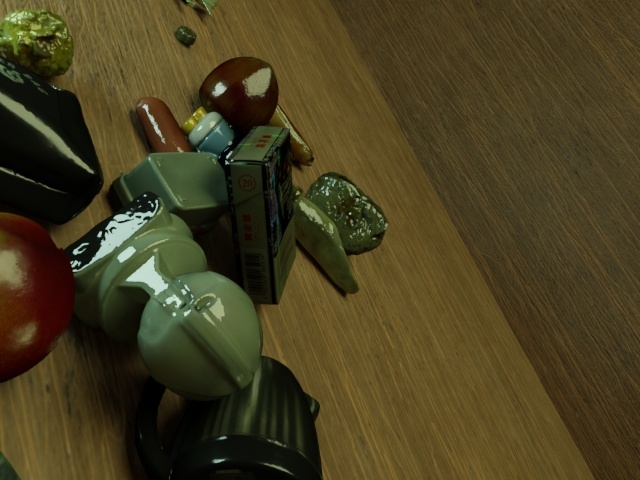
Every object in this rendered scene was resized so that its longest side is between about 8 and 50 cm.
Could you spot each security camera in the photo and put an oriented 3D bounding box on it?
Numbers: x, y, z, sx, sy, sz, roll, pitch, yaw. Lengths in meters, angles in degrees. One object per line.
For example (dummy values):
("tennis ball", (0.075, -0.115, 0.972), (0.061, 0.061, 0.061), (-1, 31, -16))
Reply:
("security camera", (-0.193, 0.093, 0.715), (0.277, 0.197, 0.191), (33, -28, 31))

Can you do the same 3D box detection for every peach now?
("peach", (-0.366, 0.066, 0.580), (0.197, 0.197, 0.197), (40, 29, -29))

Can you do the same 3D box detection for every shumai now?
("shumai", (0.067, -0.069, 1.539), (0.256, 0.189, 0.218), (48, 4, 0))

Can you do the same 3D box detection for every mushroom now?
("mushroom", (0.002, -0.003, 1.388), (0.333, 0.107, 0.087), (47, -6, -14))

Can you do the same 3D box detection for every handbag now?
("handbag", (-0.472, -0.199, 0.762), (0.342, 0.152, 0.288), (31, 23, -42))

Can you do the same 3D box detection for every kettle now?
("kettle", (-0.117, 0.284, 0.777), (0.271, 0.250, 0.208), (-88, 167, -61))

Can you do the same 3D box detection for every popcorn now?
("popcorn", (-0.494, -0.352, 0.933), (0.121, 0.106, 0.116), (49, 17, -13))

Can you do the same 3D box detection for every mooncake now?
("mooncake", (-0.469, -0.624, 1.374), (0.150, 0.057, 0.346), (52, 16, 24))

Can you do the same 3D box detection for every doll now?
("doll", (-0.182, -0.166, 1.214), (0.314, 0.141, 0.177), (43, 43, -16))

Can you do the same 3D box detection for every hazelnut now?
("hazelnut", (-0.197, -0.370, 1.356), (0.208, 0.208, 0.208), (40, 29, -29))

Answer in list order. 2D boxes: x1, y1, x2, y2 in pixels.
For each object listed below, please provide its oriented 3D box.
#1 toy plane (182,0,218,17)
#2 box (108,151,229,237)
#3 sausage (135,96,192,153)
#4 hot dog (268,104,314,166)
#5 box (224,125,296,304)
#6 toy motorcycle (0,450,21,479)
("toy plane", (-0.412, -0.800, 1.626), (0.244, 0.092, 0.229), (38, 32, -30))
("box", (-0.265, -0.081, 0.979), (0.148, 0.129, 0.210), (57, 26, 6))
("sausage", (-0.325, -0.217, 1.106), (0.194, 0.077, 0.077), (62, 26, 10))
("hot dog", (-0.106, -0.327, 1.622), (0.250, 0.076, 0.104), (56, 6, -8))
("box", (-0.111, -0.049, 1.061), (0.198, 0.084, 0.310), (-73, 165, -59))
("toy motorcycle", (-0.382, 0.207, 0.404), (0.410, 0.168, 0.237), (48, 20, -3))
